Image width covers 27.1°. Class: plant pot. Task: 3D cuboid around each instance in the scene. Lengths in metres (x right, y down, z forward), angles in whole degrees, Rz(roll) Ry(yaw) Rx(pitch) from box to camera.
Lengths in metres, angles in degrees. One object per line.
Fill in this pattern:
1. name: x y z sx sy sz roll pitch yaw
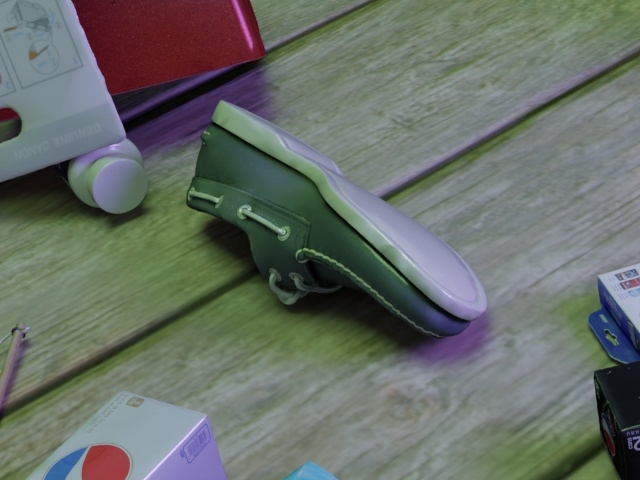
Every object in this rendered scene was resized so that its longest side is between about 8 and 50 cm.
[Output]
1. plant pot: -0.214 -0.276 1.278 0.267 0.236 0.267 -14 17 -1

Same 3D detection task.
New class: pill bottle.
1. pill bottle: -0.193 -0.068 1.156 0.067 0.067 0.120 -24 33 -17

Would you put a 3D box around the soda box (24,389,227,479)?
1. soda box: -0.145 0.179 0.743 0.074 0.069 0.216 11 38 34

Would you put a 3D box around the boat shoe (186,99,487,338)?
1. boat shoe: 0.000 0.000 0.980 0.319 0.116 0.099 40 102 45

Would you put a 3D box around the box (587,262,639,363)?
1. box: 0.244 0.038 0.861 0.136 0.028 0.081 -15 32 -5

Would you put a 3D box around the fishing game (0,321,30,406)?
1. fishing game: -0.349 0.111 0.959 0.264 0.041 0.189 -8 34 8

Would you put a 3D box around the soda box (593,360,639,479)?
1. soda box: 0.244 0.092 0.749 0.168 0.053 0.060 -12 31 1

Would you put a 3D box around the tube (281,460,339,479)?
1. tube: -0.055 0.185 0.724 0.207 0.052 0.080 -29 39 -33

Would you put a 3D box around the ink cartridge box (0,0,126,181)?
1. ink cartridge box: -0.337 -0.236 1.151 0.308 0.385 0.091 -15 11 26
